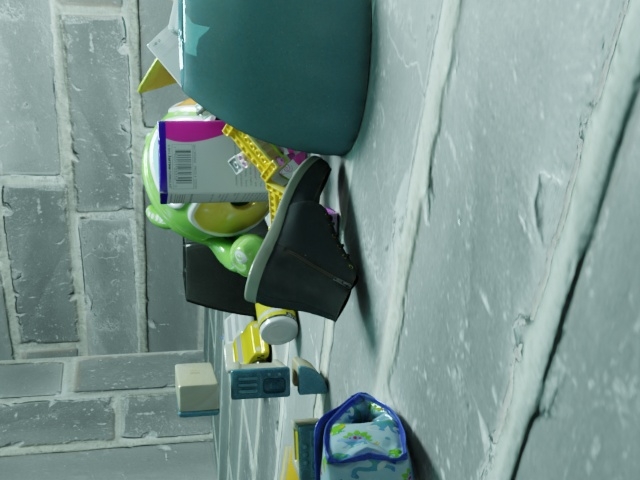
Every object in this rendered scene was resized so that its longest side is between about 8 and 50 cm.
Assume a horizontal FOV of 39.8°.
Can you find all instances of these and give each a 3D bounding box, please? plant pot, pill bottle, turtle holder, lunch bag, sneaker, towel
[{"bbox_3d":[-0.069,-0.245,1.064,0.290,0.196,0.290,178,90,-79],"label":"plant pot"},{"bbox_3d":[-0.076,0.112,1.477,0.116,0.065,0.065,-105,17,-45],"label":"pill bottle"},{"bbox_3d":[-0.182,-0.106,1.532,0.227,0.243,0.320,-31,44,57],"label":"turtle holder"},{"bbox_3d":[0.042,0.234,0.863,0.151,0.096,0.128,-78,-14,-77],"label":"lunch bag"},{"bbox_3d":[0.000,0.000,1.064,0.083,0.118,0.222,102,-172,-56],"label":"sneaker"},{"bbox_3d":[-0.189,-0.312,1.303,0.021,0.102,0.237,49,127,8],"label":"towel"},{"bbox_3d":[-0.199,0.041,1.824,0.188,0.167,0.187,-116,27,-66],"label":"plant pot"}]

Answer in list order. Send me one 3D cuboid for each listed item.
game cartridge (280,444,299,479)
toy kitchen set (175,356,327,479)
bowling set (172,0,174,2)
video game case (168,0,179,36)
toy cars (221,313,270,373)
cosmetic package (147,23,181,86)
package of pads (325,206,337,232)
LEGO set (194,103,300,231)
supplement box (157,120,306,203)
[{"bbox_3d":[-0.052,0.511,1.278,0.323,0.053,0.285,-86,1,-56],"label":"game cartridge"},{"bbox_3d":[-0.091,0.257,1.215,0.122,0.207,0.166,-153,62,-78],"label":"toy kitchen set"},{"bbox_3d":[-0.142,-0.389,1.425,0.154,0.200,0.286,114,156,-70],"label":"bowling set"},{"bbox_3d":[-0.111,-0.385,1.217,0.204,0.025,0.285,21,-101,-60],"label":"video game case"},{"bbox_3d":[-0.177,0.232,1.938,0.394,0.087,0.176,-154,63,-77],"label":"toy cars"},{"bbox_3d":[-0.169,-0.246,1.321,0.099,0.060,0.239,48,-173,8],"label":"cosmetic package"},{"bbox_3d":[0.003,0.000,1.151,0.050,0.032,0.083,-141,50,-72],"label":"package of pads"},{"bbox_3d":[-0.052,-0.100,1.243,0.132,0.107,0.287,-6,117,52],"label":"LEGO set"},{"bbox_3d":[-0.137,-0.119,1.355,0.114,0.220,0.111,147,122,-78],"label":"supplement box"}]
